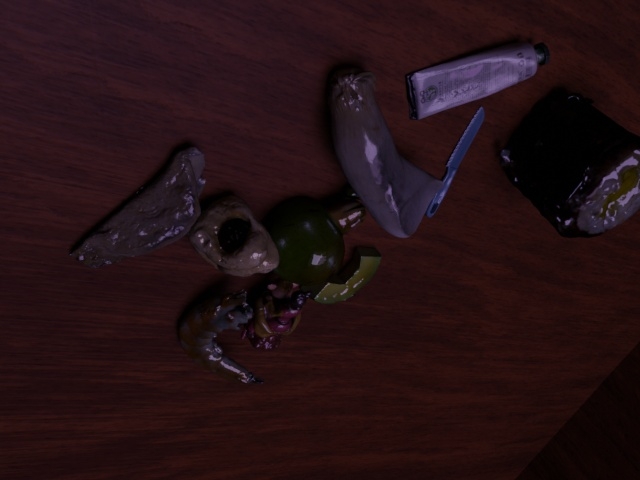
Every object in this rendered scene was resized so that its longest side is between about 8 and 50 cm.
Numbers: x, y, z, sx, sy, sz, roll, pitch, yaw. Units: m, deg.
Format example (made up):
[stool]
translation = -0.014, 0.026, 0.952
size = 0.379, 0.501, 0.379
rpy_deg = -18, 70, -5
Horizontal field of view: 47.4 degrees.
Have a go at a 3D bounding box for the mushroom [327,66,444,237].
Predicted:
[mushroom]
translation = 0.116, -0.182, 1.524
size = 0.177, 0.126, 0.397
rpy_deg = -52, 133, -14

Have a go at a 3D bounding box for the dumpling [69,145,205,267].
[dumpling]
translation = -0.318, -0.029, 1.426
size = 0.332, 0.086, 0.166
rpy_deg = -40, 137, 10

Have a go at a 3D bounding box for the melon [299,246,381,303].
[melon]
translation = 0.062, 0.090, 1.820
size = 0.209, 0.064, 0.118
rpy_deg = -42, 134, 2

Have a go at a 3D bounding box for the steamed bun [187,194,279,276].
[steamed bun]
translation = -0.159, 0.008, 1.491
size = 0.141, 0.155, 0.172
rpy_deg = -50, 147, -14

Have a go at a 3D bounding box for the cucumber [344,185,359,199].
[cucumber]
translation = 0.163, -0.114, 1.703
size = 0.250, 0.056, 0.056
rpy_deg = 2, 126, -34

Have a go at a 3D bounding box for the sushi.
[sushi]
translation = 0.638, -0.178, 1.791
size = 0.299, 0.294, 0.281
rpy_deg = -47, 142, 14

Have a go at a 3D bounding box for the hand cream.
[hand cream]
translation = 0.343, -0.361, 1.598
size = 0.336, 0.076, 0.121
rpy_deg = -20, 132, -9

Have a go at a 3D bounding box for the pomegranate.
[pomegranate]
translation = -0.005, 0.011, 1.623
size = 0.241, 0.159, 0.190
rpy_deg = -14, 137, -28

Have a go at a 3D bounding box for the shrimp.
[shrimp]
translation = -0.237, 0.236, 1.690
size = 0.185, 0.068, 0.287
rpy_deg = 2, 123, 9

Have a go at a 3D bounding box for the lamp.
[lamp]
translation = -0.100, 0.158, 1.699
size = 0.118, 0.118, 0.253
rpy_deg = -6, 145, -31

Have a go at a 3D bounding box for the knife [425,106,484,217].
[knife]
translation = 0.325, -0.187, 1.778
size = 0.044, 0.019, 0.313
rpy_deg = 5, 123, -35
